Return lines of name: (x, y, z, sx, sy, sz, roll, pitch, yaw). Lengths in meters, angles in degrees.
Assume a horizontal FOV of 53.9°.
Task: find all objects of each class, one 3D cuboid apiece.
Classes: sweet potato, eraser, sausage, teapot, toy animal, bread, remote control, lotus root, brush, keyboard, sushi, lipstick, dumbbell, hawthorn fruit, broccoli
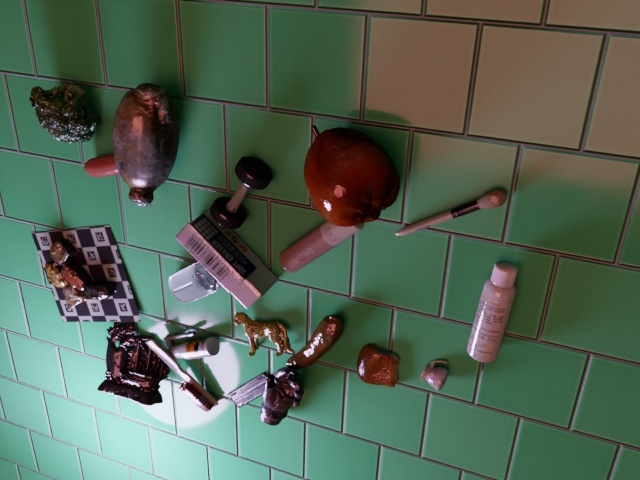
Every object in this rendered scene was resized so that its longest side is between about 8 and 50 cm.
sweet potato: (-0.012, 0.304, 1.822, 0.075, 0.075, 0.273, 40, 127, 2)
eraser: (-0.261, 0.051, 1.773, 0.287, 0.130, 0.086, 46, 120, -1)
sausage: (-0.616, -0.219, 1.834, 0.154, 0.062, 0.062, -5, 112, 26)
teapot: (0.313, 0.361, 1.715, 0.064, 0.064, 0.083, 21, 89, 22)
toy animal: (-0.161, 0.274, 1.873, 0.181, 0.073, 0.136, -3, 106, 29)
bread: (0.161, 0.362, 1.788, 0.126, 0.044, 0.129, 14, 116, 16)
remote control: (-0.370, 0.120, 1.874, 0.247, 0.052, 0.104, -22, 98, 44)
lotus root: (-0.470, -0.259, 1.686, 0.175, 0.175, 0.349, 23, 121, 12)
brush: (0.308, -0.063, 1.523, 0.299, 0.039, 0.042, -19, 102, 33)
keyboard: (-0.225, 0.485, 2.037, 0.198, 0.010, 0.063, -36, 98, 33)
sushi: (-0.796, 0.131, 2.075, 0.359, 0.064, 0.343, -4, 109, 25)
lipstick: (0.000, 0.000, 1.664, 0.254, 0.070, 0.070, -34, 98, 33)
dumbbell: (-0.212, -0.126, 1.679, 0.100, 0.100, 0.191, 40, 124, 2)
hawthorn fruit: (0.060, -0.166, 1.485, 0.224, 0.224, 0.261, -45, 71, 33)
brush: (-0.464, 0.449, 2.072, 0.321, 0.050, 0.060, 50, 142, -15)
broccoli: (-0.716, -0.356, 1.763, 0.195, 0.195, 0.156, 9, 83, 20)

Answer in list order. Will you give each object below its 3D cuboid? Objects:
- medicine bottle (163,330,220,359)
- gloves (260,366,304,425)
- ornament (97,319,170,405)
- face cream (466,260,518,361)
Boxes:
medicine bottle: (-0.424, 0.337, 2.024, 0.221, 0.061, 0.092, -15, 96, 36)
gloves: (-0.123, 0.468, 1.916, 0.142, 0.119, 0.285, 13, 142, -19)
ornament: (-0.624, 0.406, 2.128, 0.251, 0.106, 0.260, 13, 91, 15)
face cream: (0.428, 0.174, 1.554, 0.082, 0.082, 0.269, 17, 120, 16)
